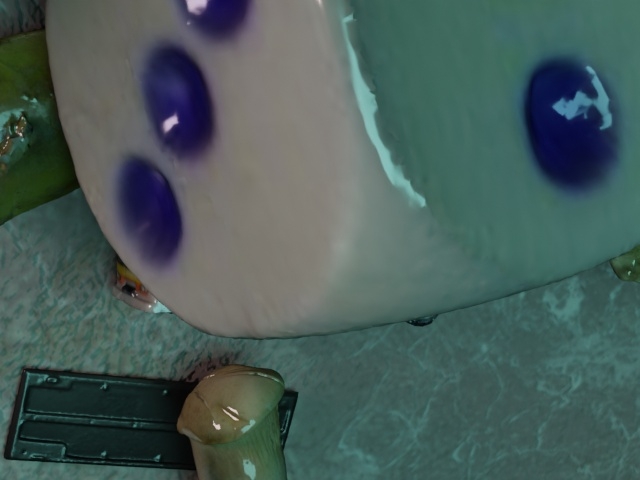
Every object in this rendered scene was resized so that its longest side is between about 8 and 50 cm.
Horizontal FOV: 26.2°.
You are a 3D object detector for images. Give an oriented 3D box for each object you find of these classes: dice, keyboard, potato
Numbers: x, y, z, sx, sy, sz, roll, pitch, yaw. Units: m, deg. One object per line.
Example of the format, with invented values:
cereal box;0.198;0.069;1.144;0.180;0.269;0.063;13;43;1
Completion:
dice;0.023;-0.098;0.726;0.243;0.259;0.251;-20;100;-34
keyboard;-0.111;0.126;0.935;0.202;0.011;0.067;9;101;-29
potato;-0.163;-0.070;0.803;0.188;0.085;0.105;-21;117;-25

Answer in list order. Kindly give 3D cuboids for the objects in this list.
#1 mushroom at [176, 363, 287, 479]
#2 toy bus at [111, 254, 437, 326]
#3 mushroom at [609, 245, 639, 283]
mushroom;-0.064;0.189;0.927;0.081;0.092;0.223;-37;144;-62
toy bus;0.000;0.000;0.907;0.268;0.092;0.106;-1;98;-27
mushroom;0.336;-0.078;0.950;0.233;0.301;0.208;42;52;-44
